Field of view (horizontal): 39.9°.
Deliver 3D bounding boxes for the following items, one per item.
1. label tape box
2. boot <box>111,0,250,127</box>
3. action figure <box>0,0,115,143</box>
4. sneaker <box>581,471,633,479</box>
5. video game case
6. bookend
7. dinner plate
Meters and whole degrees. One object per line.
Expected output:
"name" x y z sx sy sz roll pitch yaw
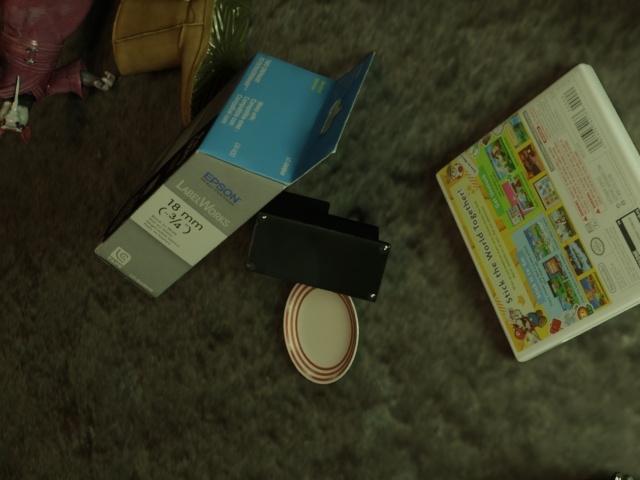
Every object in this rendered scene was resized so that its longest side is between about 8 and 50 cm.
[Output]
"label tape box" -0.103 -0.109 1.061 0.333 0.106 0.241 -37 20 35
"boot" -0.220 -0.266 1.319 0.269 0.089 0.236 8 83 46
"action figure" -0.506 -0.344 1.503 0.276 0.248 0.370 44 118 38
"sneaker" 0.318 0.299 0.725 0.276 0.097 0.135 15 102 52
"video game case" 0.231 -0.023 0.875 0.206 0.026 0.227 -38 64 40
"bookend" 0.000 0.000 1.074 0.157 0.156 0.072 -80 4 -75
"dinner plate" 0.003 0.112 1.126 0.141 0.017 0.141 0 90 46
